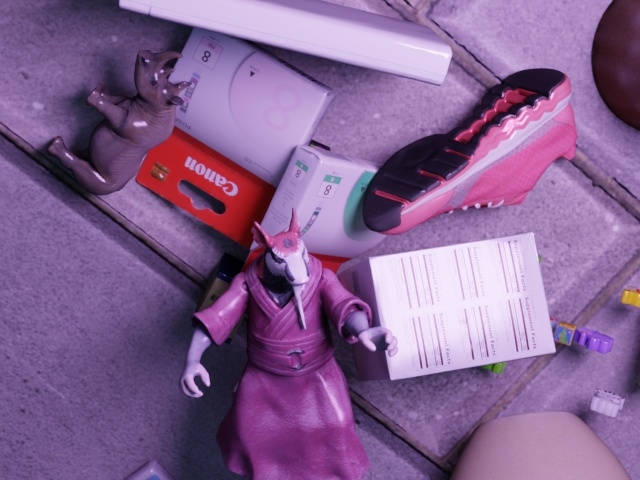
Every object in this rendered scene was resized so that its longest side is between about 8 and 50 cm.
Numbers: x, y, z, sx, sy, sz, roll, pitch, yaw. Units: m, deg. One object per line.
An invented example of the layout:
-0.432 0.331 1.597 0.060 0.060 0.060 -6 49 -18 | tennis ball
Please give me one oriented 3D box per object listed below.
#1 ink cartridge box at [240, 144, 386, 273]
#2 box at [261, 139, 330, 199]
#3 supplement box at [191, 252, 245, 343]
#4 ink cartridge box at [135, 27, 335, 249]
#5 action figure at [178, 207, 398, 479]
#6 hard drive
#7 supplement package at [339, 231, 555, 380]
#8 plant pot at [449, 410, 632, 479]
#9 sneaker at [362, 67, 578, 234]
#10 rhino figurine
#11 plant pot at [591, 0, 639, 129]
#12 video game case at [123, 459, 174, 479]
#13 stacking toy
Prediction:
0.000 0.000 1.481 0.181 0.056 0.224 8 111 -48 | ink cartridge box
-0.031 -0.088 1.504 0.062 0.052 0.083 24 105 -8 | box
-0.121 0.074 1.538 0.056 0.083 0.083 27 106 -8 | supplement box
-0.115 -0.128 1.461 0.189 0.066 0.232 31 102 10 | ink cartridge box
-0.023 0.124 1.424 0.248 0.275 0.370 2 114 7 | action figure
-0.039 -0.254 1.356 0.353 0.233 0.047 12 106 -5 | hard drive
0.149 0.085 1.455 0.203 0.194 0.149 -8 85 -11 | supplement package
0.283 0.330 1.559 0.284 0.284 0.190 -6 72 1 | plant pot
0.199 -0.078 1.451 0.314 0.116 0.136 -34 120 -13 | sneaker
-0.237 -0.147 1.445 0.106 0.073 0.243 38 122 -13 | rhino figurine
0.452 -0.203 1.386 0.216 0.230 0.215 0 107 -2 | plant pot
-0.268 0.512 1.701 0.329 0.036 0.300 -37 105 11 | video game case
0.319 0.117 1.559 0.221 0.052 0.166 19 105 19 | stacking toy
